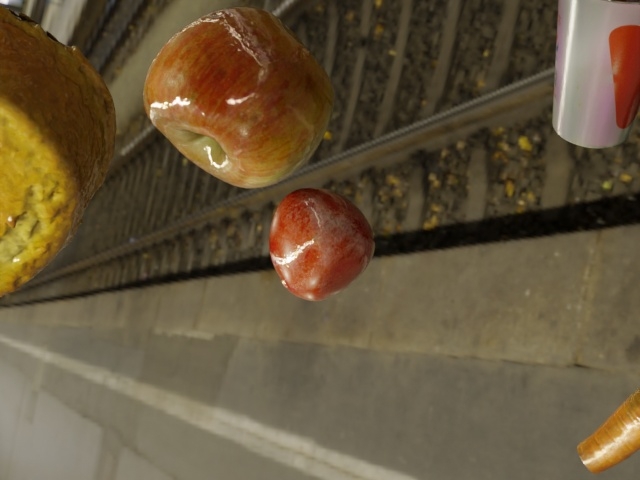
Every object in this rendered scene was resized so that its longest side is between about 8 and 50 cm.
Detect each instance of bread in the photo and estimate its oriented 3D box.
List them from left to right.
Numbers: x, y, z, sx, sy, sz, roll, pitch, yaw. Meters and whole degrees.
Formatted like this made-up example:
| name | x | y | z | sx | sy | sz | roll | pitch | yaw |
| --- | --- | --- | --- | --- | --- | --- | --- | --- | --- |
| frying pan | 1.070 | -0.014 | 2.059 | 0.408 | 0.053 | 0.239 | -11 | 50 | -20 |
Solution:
| name | x | y | z | sx | sy | sz | roll | pitch | yaw |
| --- | --- | --- | --- | --- | --- | --- | --- | --- | --- |
| bread | -0.410 | -0.088 | 1.102 | 0.358 | 0.337 | 0.204 | -42 | 27 | 27 |

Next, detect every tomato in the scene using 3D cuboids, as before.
| name | x | y | z | sx | sy | sz | roll | pitch | yaw |
| --- | --- | --- | --- | --- | --- | --- | --- | --- | --- |
| tomato | 0.000 | 0.000 | 1.518 | 0.167 | 0.167 | 0.167 | -168 | 90 | -71 |

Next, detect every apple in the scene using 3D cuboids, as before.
| name | x | y | z | sx | sy | sz | roll | pitch | yaw |
| --- | --- | --- | --- | --- | --- | --- | --- | --- | --- |
| apple | -0.113 | -0.237 | 1.646 | 0.301 | 0.301 | 0.302 | -168 | 90 | -71 |

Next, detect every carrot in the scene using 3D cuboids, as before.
| name | x | y | z | sx | sy | sz | roll | pitch | yaw |
| --- | --- | --- | --- | --- | --- | --- | --- | --- | --- |
| carrot | 0.537 | 0.328 | 1.797 | 0.193 | 0.087 | 0.087 | -52 | 28 | 22 |

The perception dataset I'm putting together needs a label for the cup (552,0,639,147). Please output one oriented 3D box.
| name | x | y | z | sx | sy | sz | roll | pitch | yaw |
| --- | --- | --- | --- | --- | --- | --- | --- | --- | --- |
| cup | 0.456 | -0.302 | 1.647 | 0.203 | 0.203 | 0.288 | -100 | 8 | -48 |
